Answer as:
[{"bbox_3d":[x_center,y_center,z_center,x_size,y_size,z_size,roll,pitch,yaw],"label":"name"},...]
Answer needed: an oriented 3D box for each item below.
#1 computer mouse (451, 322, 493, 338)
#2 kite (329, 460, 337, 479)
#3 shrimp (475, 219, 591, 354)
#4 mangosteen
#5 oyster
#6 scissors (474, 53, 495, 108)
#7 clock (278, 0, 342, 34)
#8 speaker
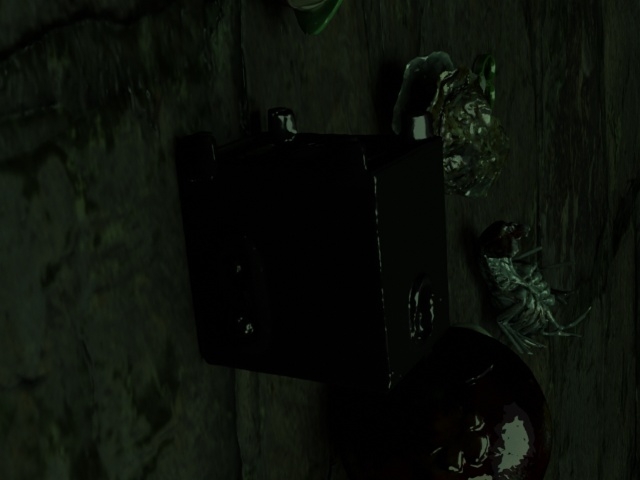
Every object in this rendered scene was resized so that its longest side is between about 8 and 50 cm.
[{"bbox_3d":[0.268,0.217,1.622,0.056,0.089,0.181,-39,129,-53],"label":"computer mouse"},{"bbox_3d":[0.009,0.383,1.274,0.139,0.011,0.156,9,88,-64],"label":"kite"},{"bbox_3d":[0.388,0.093,1.762,0.410,0.166,0.221,46,57,-39],"label":"shrimp"},{"bbox_3d":[0.165,0.257,1.264,0.311,0.311,0.311,-16,108,-59],"label":"mangosteen"},{"bbox_3d":[0.200,-0.150,1.412,0.162,0.158,0.351,-37,152,3],"label":"oyster"},{"bbox_3d":[0.263,-0.267,1.595,0.204,0.027,0.101,-27,116,-58],"label":"scissors"},{"bbox_3d":[-0.012,-0.345,1.020,0.144,0.103,0.231,-17,107,-57],"label":"clock"},{"bbox_3d":[0.000,0.000,0.965,0.184,0.232,0.254,-33,123,-56],"label":"speaker"}]
